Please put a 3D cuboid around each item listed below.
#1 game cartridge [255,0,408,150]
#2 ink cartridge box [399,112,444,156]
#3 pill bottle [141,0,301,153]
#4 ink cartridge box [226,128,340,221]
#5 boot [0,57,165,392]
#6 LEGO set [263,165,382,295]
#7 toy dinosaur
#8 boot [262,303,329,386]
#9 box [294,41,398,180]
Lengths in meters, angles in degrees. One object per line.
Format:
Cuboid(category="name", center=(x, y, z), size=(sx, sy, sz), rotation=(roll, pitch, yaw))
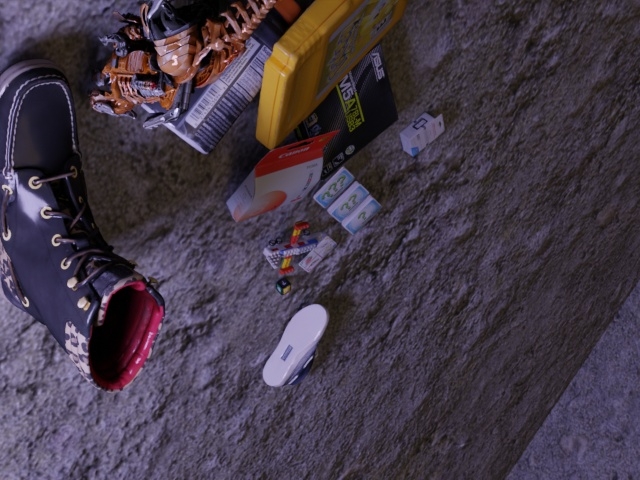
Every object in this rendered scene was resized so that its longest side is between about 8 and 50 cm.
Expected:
Cuboid(category="game cartridge", center=(0.030, -0.300, 1.574), size=(0.323, 0.053, 0.285), rotation=(-50, 173, -17))
Cuboid(category="ink cartridge box", center=(0.187, -0.199, 1.993), size=(0.083, 0.028, 0.048), rotation=(-39, 143, -16))
Cuboid(category="pill bottle", center=(-0.133, -0.251, 1.509), size=(0.245, 0.130, 0.130), rotation=(-52, 145, 1))
Cuboid(category="ink cartridge box", center=(-0.052, -0.102, 1.736), size=(0.145, 0.045, 0.179), rotation=(-20, 168, -36))
Cuboid(category="boot", center=(-0.316, -0.012, 1.384), size=(0.138, 0.284, 0.377), rotation=(-15, 132, -40))
Cuboid(category="LEGO set", center=(0.000, 0.000, 1.923), size=(0.244, 0.060, 0.182), rotation=(-44, 149, 3))
Cuboid(category="toy dinosaur", center=(-0.169, -0.260, 1.373), size=(0.322, 0.218, 0.164), rotation=(-12, 166, 15))
Cuboid(category="boot", center=(-0.032, 0.200, 2.084), size=(0.190, 0.069, 0.086), rotation=(-52, 153, 16))
Cuboid(category="box", center=(0.037, -0.218, 1.799), size=(0.184, 0.045, 0.190), rotation=(-38, 144, -14))
